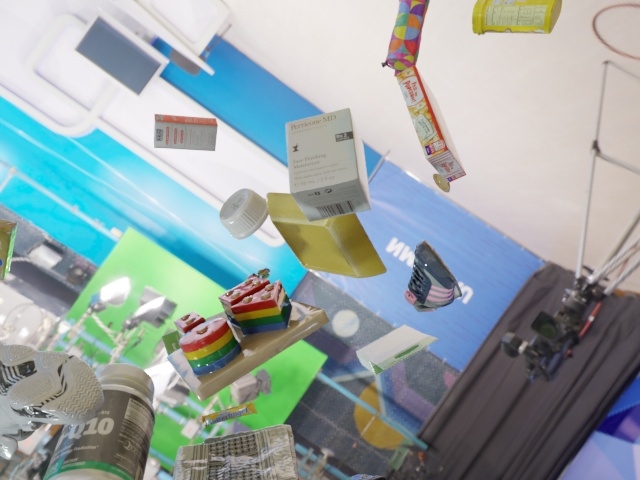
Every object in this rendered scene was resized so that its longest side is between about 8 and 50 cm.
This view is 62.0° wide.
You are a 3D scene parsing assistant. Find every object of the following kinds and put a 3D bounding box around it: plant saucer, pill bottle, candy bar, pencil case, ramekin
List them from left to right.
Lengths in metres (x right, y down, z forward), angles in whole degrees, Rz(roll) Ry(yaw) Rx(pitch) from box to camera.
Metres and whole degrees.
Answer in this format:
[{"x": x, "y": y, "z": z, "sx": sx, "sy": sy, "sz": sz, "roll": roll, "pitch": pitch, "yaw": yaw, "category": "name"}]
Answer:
[{"x": -0.506, "y": 0.475, "z": 1.258, "sx": 0.204, "sy": 0.204, "sz": 0.361, "roll": 36, "pitch": -162, "yaw": -23, "category": "pill bottle"}, {"x": -0.251, "y": 0.479, "z": 1.463, "sx": 0.018, "sy": 0.162, "sz": 0.040, "roll": -88, "pitch": -21, "yaw": -67, "category": "candy bar"}, {"x": -0.313, "y": -0.115, "z": 2.150, "sx": 0.109, "sy": 0.207, "sz": 0.207, "roll": 44, "pitch": 174, "yaw": -32, "category": "ramekin"}, {"x": 0.000, "y": 0.000, "z": 1.663, "sx": 0.333, "sy": 0.081, "sz": 0.332, "roll": 7, "pitch": 141, "yaw": 41, "category": "plant saucer"}, {"x": 0.255, "y": -0.611, "z": 1.569, "sx": 0.105, "sy": 0.236, "sz": 0.104, "roll": 14, "pitch": 175, "yaw": 1, "category": "pencil case"}, {"x": 0.425, "y": -0.203, "z": 1.851, "sx": 0.083, "sy": 0.015, "sz": 0.083, "roll": 49, "pitch": 171, "yaw": 11, "category": "plant saucer"}]

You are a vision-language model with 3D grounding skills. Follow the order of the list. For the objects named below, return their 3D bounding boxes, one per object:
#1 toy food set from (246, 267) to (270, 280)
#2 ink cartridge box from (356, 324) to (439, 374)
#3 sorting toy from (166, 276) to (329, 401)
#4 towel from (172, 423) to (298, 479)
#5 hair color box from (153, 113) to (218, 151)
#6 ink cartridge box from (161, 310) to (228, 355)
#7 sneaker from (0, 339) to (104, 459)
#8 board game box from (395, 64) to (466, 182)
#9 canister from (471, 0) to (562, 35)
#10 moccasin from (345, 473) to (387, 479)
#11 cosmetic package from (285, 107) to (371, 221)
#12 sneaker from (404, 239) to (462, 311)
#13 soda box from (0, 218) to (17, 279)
[{"x": -0.190, "y": 0.108, "z": 1.615, "sx": 0.019, "sy": 0.078, "sz": 0.122, "roll": 62, "pitch": 165, "yaw": 9, "category": "toy food set"}, {"x": 0.211, "y": 0.305, "z": 1.446, "sx": 0.056, "sy": 0.171, "sz": 0.235, "roll": 66, "pitch": 168, "yaw": -7, "category": "ink cartridge box"}, {"x": -0.157, "y": 0.158, "z": 0.990, "sx": 0.255, "sy": 0.257, "sz": 0.089, "roll": 2, "pitch": 119, "yaw": 64, "category": "sorting toy"}, {"x": -0.217, "y": 0.566, "z": 1.355, "sx": 0.324, "sy": 0.312, "sz": 0.056, "roll": -144, "pitch": 44, "yaw": -81, "category": "towel"}, {"x": -0.315, "y": -0.251, "z": 1.243, "sx": 0.141, "sy": 0.072, "sz": 0.043, "roll": 0, "pitch": -143, "yaw": -20, "category": "hair color box"}, {"x": -0.367, "y": 0.303, "z": 1.647, "sx": 0.092, "sy": 0.220, "sz": 0.160, "roll": 66, "pitch": 162, "yaw": 11, "category": "ink cartridge box"}, {"x": -0.565, "y": 0.328, "z": 1.055, "sx": 0.366, "sy": 0.210, "sz": 0.137, "roll": 9, "pitch": -148, "yaw": 21, "category": "sneaker"}, {"x": 0.217, "y": -0.224, "z": 1.045, "sx": 0.147, "sy": 0.045, "sz": 0.193, "roll": 24, "pitch": -133, "yaw": -60, "category": "board game box"}, {"x": 0.447, "y": -0.520, "z": 1.208, "sx": 0.170, "sy": 0.126, "sz": 0.073, "roll": 14, "pitch": 142, "yaw": 29, "category": "canister"}, {"x": 0.092, "y": 0.627, "z": 1.284, "sx": 0.137, "sy": 0.117, "sz": 0.342, "roll": 66, "pitch": -169, "yaw": 7, "category": "moccasin"}, {"x": 0.019, "y": -0.164, "z": 1.181, "sx": 0.151, "sy": 0.151, "sz": 0.183, "roll": 56, "pitch": -154, "yaw": -63, "category": "cosmetic package"}, {"x": 0.261, "y": 0.108, "z": 1.307, "sx": 0.112, "sy": 0.131, "sz": 0.319, "roll": 61, "pitch": -173, "yaw": 33, "category": "sneaker"}, {"x": -0.967, "y": 0.027, "z": 1.606, "sx": 0.058, "sy": 0.181, "sz": 0.061, "roll": 15, "pitch": -154, "yaw": -19, "category": "soda box"}]
